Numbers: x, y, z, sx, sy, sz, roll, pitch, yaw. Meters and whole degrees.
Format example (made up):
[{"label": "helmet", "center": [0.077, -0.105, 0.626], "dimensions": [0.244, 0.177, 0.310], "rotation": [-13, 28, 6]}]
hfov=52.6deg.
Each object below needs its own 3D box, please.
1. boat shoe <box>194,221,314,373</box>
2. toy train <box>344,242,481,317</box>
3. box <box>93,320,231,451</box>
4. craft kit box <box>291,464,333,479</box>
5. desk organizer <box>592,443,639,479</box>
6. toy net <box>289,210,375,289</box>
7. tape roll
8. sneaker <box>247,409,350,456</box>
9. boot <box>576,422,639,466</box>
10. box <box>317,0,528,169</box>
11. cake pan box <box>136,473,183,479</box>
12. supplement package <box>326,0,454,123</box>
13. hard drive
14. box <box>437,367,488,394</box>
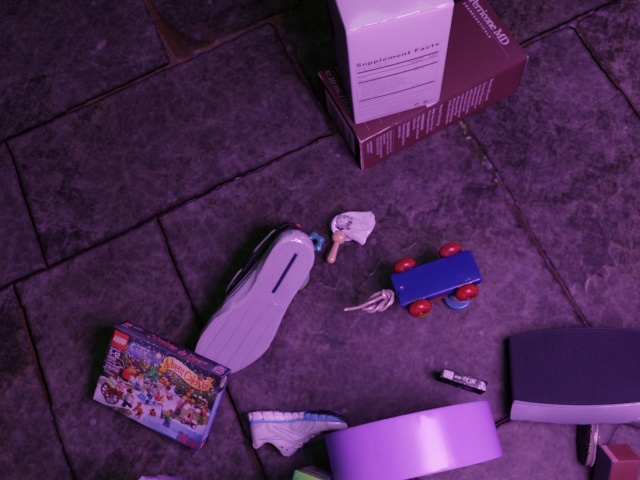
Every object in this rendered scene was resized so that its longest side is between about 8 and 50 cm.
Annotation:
[{"label": "boat shoe", "center": [-0.121, 0.113, 1.232], "dimensions": [0.121, 0.119, 0.335], "rotation": [35, 102, -18]}, {"label": "toy train", "center": [0.171, 0.105, 1.203], "dimensions": [0.248, 0.143, 0.105], "rotation": [-19, 63, 5]}, {"label": "box", "center": [-0.297, 0.269, 1.207], "dimensions": [0.233, 0.044, 0.159], "rotation": [22, 104, 12]}, {"label": "craft kit box", "center": [-0.041, 0.492, 1.038], "dimensions": [0.061, 0.250, 0.247], "rotation": [13, 75, 10]}, {"label": "desk organizer", "center": [0.491, 0.408, 1.084], "dimensions": [0.050, 0.047, 0.130], "rotation": [-1, 110, -5]}, {"label": "toy net", "center": [0.000, 0.000, 1.301], "dimensions": [0.232, 0.045, 0.122], "rotation": [-30, 70, -6]}, {"label": "tape roll", "center": [0.149, 0.333, 1.055], "dimensions": [0.274, 0.275, 0.090], "rotation": [-13, 71, 2]}, {"label": "sneaker", "center": [-0.039, 0.352, 1.184], "dimensions": [0.190, 0.071, 0.083], "rotation": [-4, 78, 13]}, {"label": "boot", "center": [0.567, 0.322, 1.130], "dimensions": [0.208, 0.076, 0.190], "rotation": [15, 75, 5]}, {"label": "box", "center": [0.206, -0.326, 1.334], "dimensions": [0.381, 0.143, 0.191], "rotation": [-28, 71, -5]}, {"label": "cake pan box", "center": [-0.210, 0.497, 1.044], "dimensions": [0.070, 0.267, 0.246], "rotation": [-40, 75, -12]}, {"label": "supplement package", "center": [0.112, -0.367, 1.132], "dimensions": [0.175, 0.293, 0.178], "rotation": [-15, 71, 1]}, {"label": "hard drive", "center": [0.454, 0.229, 1.126], "dimensions": [0.254, 0.054, 0.172], "rotation": [-6, 55, 20]}, {"label": "box", "center": [0.258, 0.256, 1.178], "dimensions": [0.083, 0.067, 0.018], "rotation": [16, 73, 10]}]
